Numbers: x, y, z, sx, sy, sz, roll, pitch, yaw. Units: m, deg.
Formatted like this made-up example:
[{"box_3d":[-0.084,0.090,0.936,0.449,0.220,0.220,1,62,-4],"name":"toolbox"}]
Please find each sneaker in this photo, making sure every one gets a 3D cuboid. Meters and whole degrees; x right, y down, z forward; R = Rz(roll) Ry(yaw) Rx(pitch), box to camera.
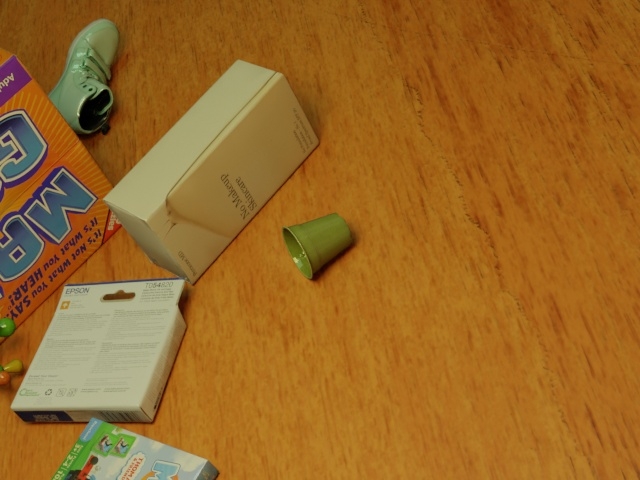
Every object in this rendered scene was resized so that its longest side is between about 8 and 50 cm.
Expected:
[{"box_3d":[-0.402,-0.292,1.982,0.151,0.094,0.256,8,65,40],"name":"sneaker"}]

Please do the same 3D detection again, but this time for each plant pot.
[{"box_3d":[0.000,0.000,1.530,0.079,0.083,0.083,-27,43,-14],"name":"plant pot"}]

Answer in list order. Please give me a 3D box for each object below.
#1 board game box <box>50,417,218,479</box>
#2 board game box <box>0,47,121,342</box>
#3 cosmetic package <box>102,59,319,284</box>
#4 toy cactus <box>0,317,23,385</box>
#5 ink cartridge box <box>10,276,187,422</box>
[{"box_3d":[-0.255,0.326,1.393,0.211,0.039,0.160,11,57,34],"name":"board game box"},{"box_3d":[-0.595,-0.093,1.718,0.356,0.356,0.356,-46,46,-16],"name":"board game box"},{"box_3d":[-0.158,-0.106,1.643,0.113,0.160,0.309,23,66,39],"name":"cosmetic package"},{"box_3d":[-0.545,0.181,1.575,0.219,0.180,0.112,-45,25,-5],"name":"toy cactus"},{"box_3d":[-0.307,0.157,1.566,0.223,0.045,0.224,-4,49,24],"name":"ink cartridge box"}]
